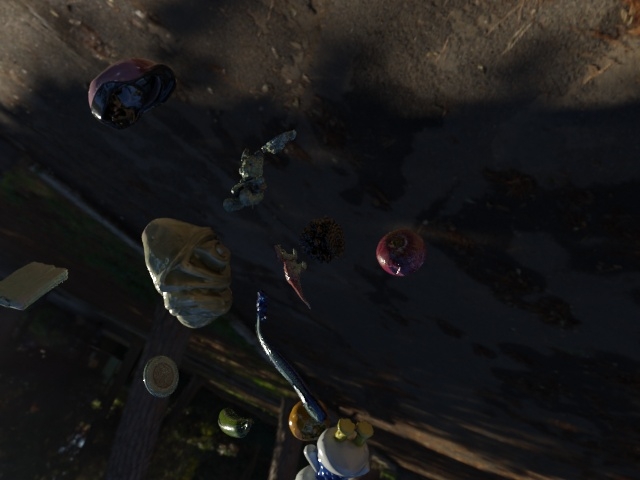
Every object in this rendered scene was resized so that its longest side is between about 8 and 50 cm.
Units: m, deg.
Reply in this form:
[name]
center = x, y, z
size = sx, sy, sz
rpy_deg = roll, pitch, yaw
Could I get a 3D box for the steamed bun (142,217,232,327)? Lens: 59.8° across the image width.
[steamed bun]
center = -0.405, 0.093, 1.824
size = 0.352, 0.247, 0.339
rpy_deg = 61, 174, 32

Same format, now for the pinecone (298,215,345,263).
[pinecone]
center = 0.001, 0.001, 1.586
size = 0.120, 0.140, 0.140
rpy_deg = -9, 144, 36

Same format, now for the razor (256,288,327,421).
[razor]
center = -0.080, 0.254, 1.194
size = 0.324, 0.056, 0.093
rpy_deg = 55, 152, 36

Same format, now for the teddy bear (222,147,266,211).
[teddy bear]
center = -0.212, -0.175, 1.737
size = 0.133, 0.213, 0.111
rpy_deg = -9, 145, 38

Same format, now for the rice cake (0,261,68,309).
[rice cake]
center = -0.816, 0.125, 1.552
size = 0.124, 0.038, 0.211
rpy_deg = 14, -156, 1

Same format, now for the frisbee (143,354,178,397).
[frisbee]
center = -0.420, 0.360, 1.478
size = 0.014, 0.110, 0.110
rpy_deg = -20, 137, 35

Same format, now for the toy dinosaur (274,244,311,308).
[toy dinosaur]
center = -0.087, 0.123, 1.852
size = 0.053, 0.242, 0.167
rpy_deg = -14, -177, 19

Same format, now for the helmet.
[helmet]
center = -0.566, -0.447, 1.626
size = 0.154, 0.253, 0.198
rpy_deg = 42, -178, 12

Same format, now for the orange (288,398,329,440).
[orange]
center = -0.037, 0.651, 2.017
size = 0.134, 0.155, 0.155
rpy_deg = 23, 165, 41

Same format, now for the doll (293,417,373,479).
[doll]
center = 0.019, 0.468, 1.122
size = 0.138, 0.119, 0.293
rpy_deg = 16, 118, -10

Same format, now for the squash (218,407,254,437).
[squash]
center = -0.301, 0.622, 1.901
size = 0.071, 0.080, 0.318
rpy_deg = 27, 162, -17

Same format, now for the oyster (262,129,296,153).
[oyster]
center = -0.114, -0.269, 1.540
size = 0.037, 0.098, 0.100
rpy_deg = 56, 173, -9

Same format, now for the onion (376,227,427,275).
[onion]
center = 0.285, 0.042, 1.966
size = 0.177, 0.177, 0.153
rpy_deg = 21, 149, 8
